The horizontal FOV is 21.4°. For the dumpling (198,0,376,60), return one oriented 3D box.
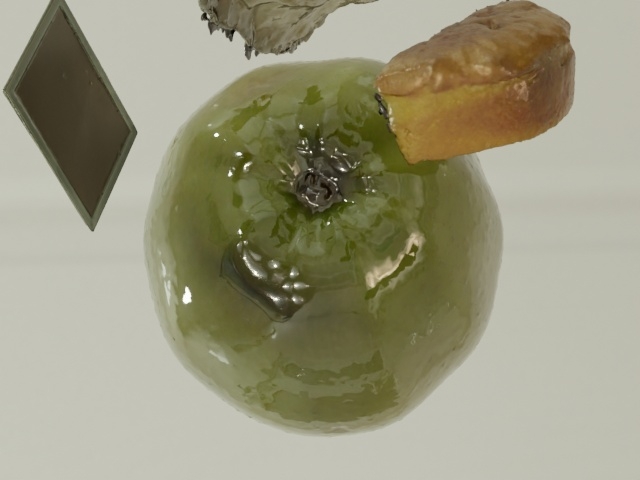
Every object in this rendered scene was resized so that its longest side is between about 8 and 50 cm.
[{"bbox_3d":[0.012,-0.202,1.162,0.332,0.086,0.166,-45,-42,-51],"label":"dumpling"}]

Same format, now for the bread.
[{"bbox_3d":[0.193,-0.173,1.805,0.134,0.260,0.129,10,122,52],"label":"bread"}]

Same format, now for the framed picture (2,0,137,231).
[{"bbox_3d":[-0.232,-0.119,1.583,0.142,0.011,0.183,-72,-32,-40],"label":"framed picture"}]

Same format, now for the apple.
[{"bbox_3d":[0.000,0.000,2.024,0.473,0.474,0.473,179,90,-86],"label":"apple"}]
